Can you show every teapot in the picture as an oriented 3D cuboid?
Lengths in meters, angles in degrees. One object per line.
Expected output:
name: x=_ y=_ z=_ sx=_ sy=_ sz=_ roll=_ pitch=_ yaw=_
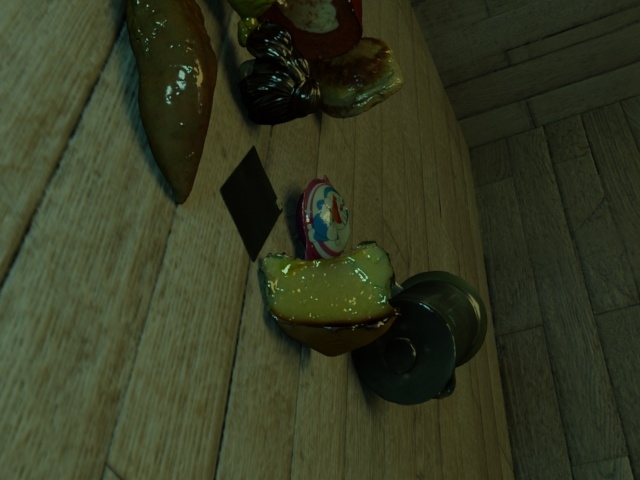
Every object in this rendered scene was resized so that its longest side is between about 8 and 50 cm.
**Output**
teapot: x=0.164 y=0.153 z=1.595 sx=0.270 sy=0.200 sz=0.337 roll=49 pitch=17 yaw=8

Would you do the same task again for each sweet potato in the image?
sweet potato: x=-0.174 y=-0.226 z=1.022 sx=0.106 sy=0.095 sz=0.354 roll=143 pitch=-60 yaw=-65

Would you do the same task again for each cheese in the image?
cheese: x=0.000 y=0.000 z=1.410 sx=0.155 sy=0.062 sz=0.244 roll=55 pitch=36 yaw=-44

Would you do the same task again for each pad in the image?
pad: x=-0.096 y=-0.057 z=1.265 sx=0.193 sy=0.004 sz=0.116 roll=-66 pitch=136 yaw=-63

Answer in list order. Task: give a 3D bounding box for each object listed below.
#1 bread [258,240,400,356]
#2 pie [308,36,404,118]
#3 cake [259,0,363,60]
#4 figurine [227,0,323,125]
bread: x=0.020 y=0.073 z=1.231 sx=0.169 sy=0.160 sz=0.140 roll=35 pitch=41 yaw=-53
pie: x=0.069 y=-0.329 z=1.731 sx=0.084 sy=0.179 sz=0.205 roll=60 pitch=15 yaw=-50
cake: x=-0.033 y=-0.461 z=1.552 sx=0.151 sy=0.177 sz=0.283 roll=-87 pitch=160 yaw=-47
figurine: x=-0.096 y=-0.332 z=1.332 sx=0.187 sy=0.168 sz=0.315 roll=-54 pitch=135 yaw=-82
